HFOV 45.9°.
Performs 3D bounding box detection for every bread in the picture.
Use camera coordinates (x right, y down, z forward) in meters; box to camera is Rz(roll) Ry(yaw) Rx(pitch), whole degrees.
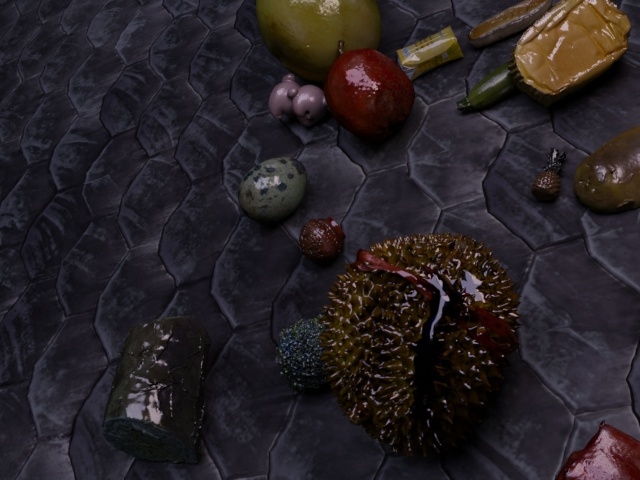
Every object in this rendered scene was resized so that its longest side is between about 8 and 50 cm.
[{"bbox_3d":[0.520,-0.403,1.594,0.250,0.179,0.133,-41,4,7],"label":"bread"},{"bbox_3d":[0.456,-0.518,1.810,0.214,0.053,0.073,-24,43,16],"label":"bread"}]

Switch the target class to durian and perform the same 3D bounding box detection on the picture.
[{"bbox_3d":[0.169,0.157,1.282,0.347,0.348,0.384,24,62,40],"label":"durian"}]

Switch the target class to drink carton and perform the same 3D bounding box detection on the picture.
[{"bbox_3d":[0.244,-0.449,1.866,0.200,0.074,0.084,-23,47,11],"label":"drink carton"}]

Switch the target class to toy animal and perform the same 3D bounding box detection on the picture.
[{"bbox_3d":[-0.026,-0.344,1.919,0.212,0.124,0.124,18,66,32],"label":"toy animal"}]

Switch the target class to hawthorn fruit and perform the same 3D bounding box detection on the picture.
[{"bbox_3d":[0.100,-0.357,1.764,0.205,0.205,0.253,-35,77,2],"label":"hawthorn fruit"}]

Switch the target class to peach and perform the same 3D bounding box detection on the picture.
[{"bbox_3d":[0.002,-0.555,1.907,0.315,0.314,0.281,42,77,8],"label":"peach"}]

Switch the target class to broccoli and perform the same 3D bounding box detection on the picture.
[{"bbox_3d":[-0.009,0.210,1.472,0.154,0.167,0.160,6,21,20],"label":"broccoli"}]

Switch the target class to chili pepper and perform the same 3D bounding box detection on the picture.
[{"bbox_3d":[0.472,0.376,1.086,0.252,0.136,0.144,30,29,31],"label":"chili pepper"}]

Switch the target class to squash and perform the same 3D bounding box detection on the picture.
[{"bbox_3d":[0.421,-0.363,1.701,0.252,0.066,0.066,-34,46,4],"label":"squash"}]

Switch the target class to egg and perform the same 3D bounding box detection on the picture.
[{"bbox_3d":[-0.108,-0.121,1.771,0.181,0.141,0.141,-40,45,-14],"label":"egg"}]

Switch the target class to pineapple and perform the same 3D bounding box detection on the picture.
[{"bbox_3d":[0.463,-0.138,1.510,0.058,0.058,0.124,10,61,36],"label":"pineapple"}]

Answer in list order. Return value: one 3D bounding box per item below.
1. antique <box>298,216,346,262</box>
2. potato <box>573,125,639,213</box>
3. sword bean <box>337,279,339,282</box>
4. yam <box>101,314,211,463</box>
[{"bbox_3d":[0.000,0.000,1.642,0.104,0.104,0.104,-16,50,19],"label":"antique"},{"bbox_3d":[0.571,-0.146,1.438,0.200,0.081,0.164,-38,45,-4],"label":"potato"},{"bbox_3d":[0.061,0.107,1.585,0.012,0.012,0.083,-42,47,-5],"label":"sword bean"},{"bbox_3d":[-0.329,0.293,1.554,0.202,0.201,0.271,-9,45,23],"label":"yam"}]
